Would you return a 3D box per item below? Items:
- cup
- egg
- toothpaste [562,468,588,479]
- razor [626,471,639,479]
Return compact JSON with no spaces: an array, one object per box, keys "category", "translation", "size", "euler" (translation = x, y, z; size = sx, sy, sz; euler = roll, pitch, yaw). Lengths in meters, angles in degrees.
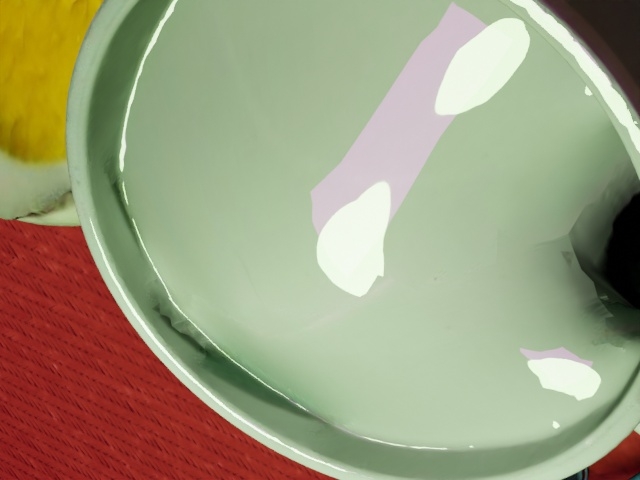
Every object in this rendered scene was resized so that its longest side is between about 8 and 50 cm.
[{"category":"cup","translation":[0.109,-0.042,0.566],"size":[0.357,0.274,0.259],"euler":[34,133,4]},{"category":"egg","translation":[-0.114,-0.147,0.735],"size":[0.264,0.174,0.286],"euler":[40,117,33]},{"category":"toothpaste","translation":[0.132,0.104,0.812],"size":[0.066,0.053,0.272],"euler":[15,128,33]},{"category":"razor","translation":[0.164,0.187,0.791],"size":[0.253,0.082,0.042],"euler":[-41,66,22]}]
